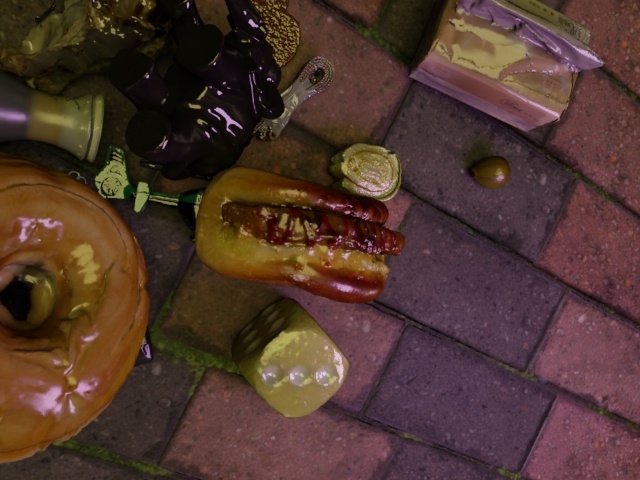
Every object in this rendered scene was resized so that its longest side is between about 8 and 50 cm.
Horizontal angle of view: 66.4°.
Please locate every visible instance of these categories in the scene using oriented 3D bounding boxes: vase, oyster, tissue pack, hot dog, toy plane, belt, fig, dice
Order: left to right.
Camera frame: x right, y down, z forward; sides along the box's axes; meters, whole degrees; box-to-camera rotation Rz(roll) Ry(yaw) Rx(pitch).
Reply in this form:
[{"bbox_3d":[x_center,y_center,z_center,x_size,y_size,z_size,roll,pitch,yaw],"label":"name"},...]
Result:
[{"bbox_3d":[-0.506,-0.205,0.734,0.321,0.173,0.173,8,95,-31],"label":"vase"},{"bbox_3d":[-0.373,-0.352,0.806,0.337,0.133,0.197,-20,134,5],"label":"oyster"},{"bbox_3d":[-0.221,-0.063,0.918,0.382,0.106,0.155,11,88,-17],"label":"toy plane"},{"bbox_3d":[-0.065,-0.269,0.958,0.232,0.053,0.071,-43,108,-8],"label":"belt"},{"bbox_3d":[-0.059,0.228,0.963,0.166,0.169,0.169,-42,106,-8],"label":"dice"},{"bbox_3d":[0.000,-0.002,0.855,0.405,0.223,0.185,10,94,-45],"label":"hot dog"},{"bbox_3d":[0.379,-0.153,1.098,0.088,0.074,0.073,-5,99,0],"label":"fig"},{"bbox_3d":[0.368,-0.384,0.960,0.306,0.238,0.238,23,90,-9],"label":"tissue pack"}]

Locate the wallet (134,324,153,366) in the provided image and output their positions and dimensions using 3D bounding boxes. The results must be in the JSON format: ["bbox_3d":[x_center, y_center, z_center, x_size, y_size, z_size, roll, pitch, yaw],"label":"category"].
[{"bbox_3d":[-0.417,0.133,0.910,0.169,0.052,0.245,-10,98,-19],"label":"wallet"}]

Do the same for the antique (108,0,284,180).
[{"bbox_3d":[-0.187,-0.249,0.805,0.185,0.255,0.322,26,88,20],"label":"antique"}]

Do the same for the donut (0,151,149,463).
[{"bbox_3d":[-0.438,0.079,0.695,0.449,0.198,0.448,31,51,-47],"label":"donut"}]

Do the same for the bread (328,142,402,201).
[{"bbox_3d":[0.092,-0.141,1.016,0.157,0.064,0.117,13,89,-17],"label":"bread"}]

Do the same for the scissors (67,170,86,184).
[{"bbox_3d":[-0.462,-0.088,0.886,0.036,0.006,0.083,43,84,-15],"label":"scissors"}]

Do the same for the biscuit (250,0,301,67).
[{"bbox_3d":[-0.102,-0.419,0.940,0.124,0.026,0.174,-14,101,-16],"label":"biscuit"}]
